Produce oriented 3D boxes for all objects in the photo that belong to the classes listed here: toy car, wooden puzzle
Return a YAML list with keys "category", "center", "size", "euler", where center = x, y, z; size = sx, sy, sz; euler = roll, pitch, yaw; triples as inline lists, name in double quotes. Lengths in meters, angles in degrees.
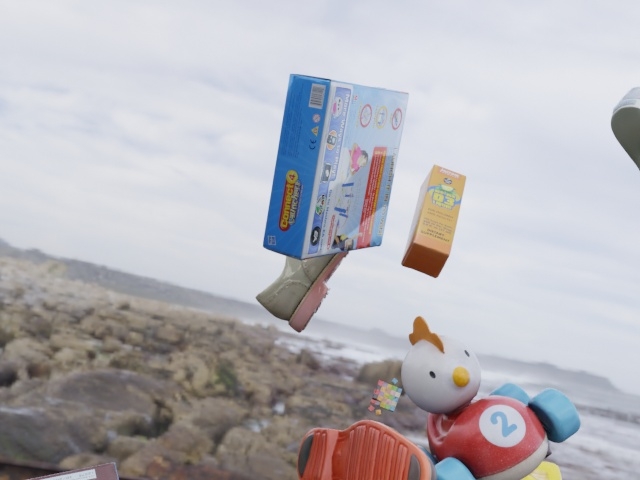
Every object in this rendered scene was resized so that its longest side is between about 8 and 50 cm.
- category: "toy car"
  center: [0.193, 0.215, 1.211]
  size: [0.219, 0.238, 0.210]
  euler: [-30, 5, -19]
- category: "wooden puzzle"
  center: [0.129, 0.306, 1.698]
  size: [0.049, 0.083, 0.006]
  euler: [20, -24, 9]

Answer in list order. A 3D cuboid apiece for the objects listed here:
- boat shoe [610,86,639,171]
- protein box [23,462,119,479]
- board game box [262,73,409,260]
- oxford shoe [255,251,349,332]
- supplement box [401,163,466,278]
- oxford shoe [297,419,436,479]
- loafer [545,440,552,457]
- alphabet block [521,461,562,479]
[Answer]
- category: "boat shoe"
  center: [0.475, -0.112, 1.181]
  size: [0.079, 0.081, 0.227]
  euler: [-15, -61, 47]
- category: "protein box"
  center: [-0.277, 0.397, 0.958]
  size: [0.136, 0.199, 0.201]
  euler: [-7, 45, -22]
- category: "board game box"
  center: [0.035, -0.134, 1.570]
  size: [0.086, 0.308, 0.302]
  euler: [16, 12, 28]
- category: "oxford shoe"
  center: [0.000, 0.000, 1.902]
  size: [0.147, 0.397, 0.140]
  euler: [30, -8, 5]
- category: "supplement box"
  center: [0.221, -0.041, 1.670]
  size: [0.078, 0.233, 0.080]
  euler: [20, -45, -1]
- category: "oxford shoe"
  center: [0.072, 0.270, 1.042]
  size: [0.098, 0.096, 0.271]
  euler: [18, -13, -24]
- category: "loafer"
  center: [0.399, 0.480, 1.841]
  size: [0.109, 0.095, 0.302]
  euler: [-3, -40, -23]
- category: "alphabet block"
  center: [0.348, 0.540, 1.641]
  size: [0.194, 0.197, 0.192]
  euler: [10, 26, -1]
